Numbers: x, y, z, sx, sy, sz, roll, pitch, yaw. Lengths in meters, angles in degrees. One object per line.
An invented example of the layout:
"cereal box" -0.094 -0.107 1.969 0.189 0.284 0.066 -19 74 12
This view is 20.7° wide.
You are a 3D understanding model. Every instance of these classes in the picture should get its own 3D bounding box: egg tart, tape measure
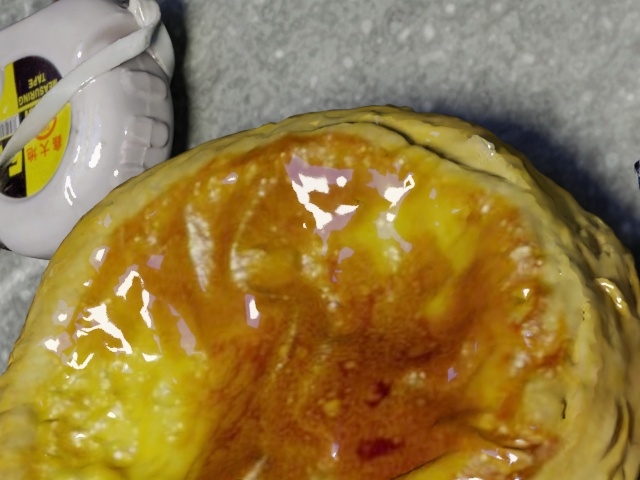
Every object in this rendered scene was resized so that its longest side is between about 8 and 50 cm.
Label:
"egg tart" 0.000 0.120 1.086 0.443 0.178 0.443 -12 53 17
"tape measure" -0.200 -0.082 1.340 0.236 0.120 0.197 -18 72 39

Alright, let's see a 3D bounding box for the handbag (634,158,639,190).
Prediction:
"handbag" 0.295 0.007 0.979 0.228 0.127 0.208 -25 73 23
